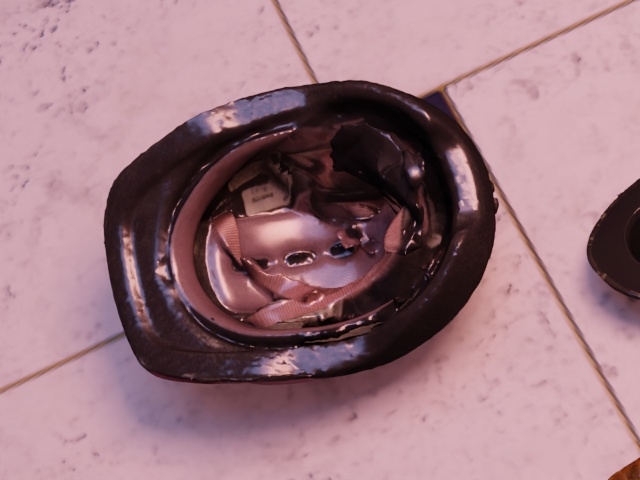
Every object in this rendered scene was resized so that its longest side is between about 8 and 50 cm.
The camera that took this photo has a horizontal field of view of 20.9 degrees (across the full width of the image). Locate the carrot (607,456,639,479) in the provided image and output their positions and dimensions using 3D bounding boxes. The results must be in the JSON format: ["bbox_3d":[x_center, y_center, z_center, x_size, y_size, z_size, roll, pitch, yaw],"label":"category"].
[{"bbox_3d":[0.267,0.114,1.090,0.191,0.047,0.047,-33,56,1],"label":"carrot"}]

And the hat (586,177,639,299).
[{"bbox_3d":[0.240,0.004,1.156,0.121,0.050,0.121,-11,56,17],"label":"hat"}]

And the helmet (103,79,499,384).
[{"bbox_3d":[0.000,0.000,1.170,0.253,0.154,0.198,-21,74,24],"label":"helmet"}]
